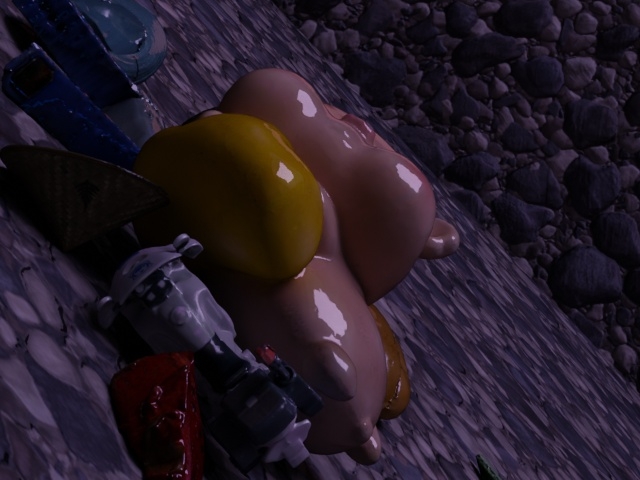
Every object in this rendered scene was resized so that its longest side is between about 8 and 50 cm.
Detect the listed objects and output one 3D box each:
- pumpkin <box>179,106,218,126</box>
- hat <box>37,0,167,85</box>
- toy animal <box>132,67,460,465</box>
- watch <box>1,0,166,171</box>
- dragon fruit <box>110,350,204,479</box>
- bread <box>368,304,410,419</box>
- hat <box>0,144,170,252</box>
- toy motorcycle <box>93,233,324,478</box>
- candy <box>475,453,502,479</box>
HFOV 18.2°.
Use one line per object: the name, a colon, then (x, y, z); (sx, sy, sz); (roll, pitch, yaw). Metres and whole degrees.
pumpkin: (-0.060, -0.037, 1.989); (0.224, 0.157, 0.223); (41, 2, -2)
hat: (-0.243, -0.200, 2.068); (0.138, 0.078, 0.191); (44, 27, 19)
toy animal: (0.006, -0.008, 1.715); (0.345, 0.247, 0.277); (55, -25, 21)
watch: (-0.243, -0.172, 1.861); (0.274, 0.068, 0.276); (44, 17, -49)
dragon fruit: (-0.103, 0.132, 1.439); (0.097, 0.063, 0.131); (46, 10, -11)
bread: (0.045, 0.112, 2.122); (0.114, 0.077, 0.189); (35, 19, -38)
hat: (-0.201, -0.022, 1.631); (0.146, 0.067, 0.146); (14, -12, 3)
toy motorcycle: (-0.091, 0.083, 1.555); (0.221, 0.102, 0.150); (45, -10, 26)
candy: (0.242, 0.326, 2.204); (0.097, 0.097, 0.323); (41, 4, -36)
